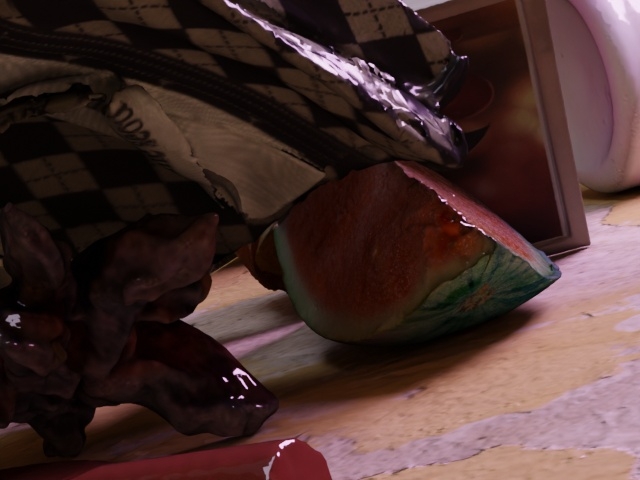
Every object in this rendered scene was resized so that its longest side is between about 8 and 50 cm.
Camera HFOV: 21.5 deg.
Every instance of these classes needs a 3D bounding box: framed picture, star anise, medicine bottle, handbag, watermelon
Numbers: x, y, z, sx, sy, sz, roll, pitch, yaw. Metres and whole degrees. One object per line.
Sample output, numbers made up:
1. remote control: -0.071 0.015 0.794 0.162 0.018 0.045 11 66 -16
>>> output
1. framed picture: 0.064 -0.056 1.143 0.211 0.020 0.289 -15 -37 5
2. star anise: -0.155 0.065 0.929 0.283 0.129 0.212 -22 -21 35
3. medicine bottle: 0.386 -0.195 1.500 0.388 0.219 0.219 -18 7 -14
4. handbag: -0.144 -0.052 0.996 0.317 0.180 0.416 26 -44 -31
5. watermelon: 0.080 0.016 1.079 0.146 0.128 0.231 11 17 -28

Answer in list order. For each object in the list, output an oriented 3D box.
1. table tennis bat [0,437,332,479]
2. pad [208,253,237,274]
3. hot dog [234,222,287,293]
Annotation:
1. table tennis bat: -0.182 0.144 0.779 0.414 0.051 0.268 -13 3 27
2. pad: -0.078 -0.093 1.766 0.007 0.247 0.367 12 13 13
3. hot dog: 0.000 0.000 1.363 0.146 0.103 0.213 -3 17 -9
